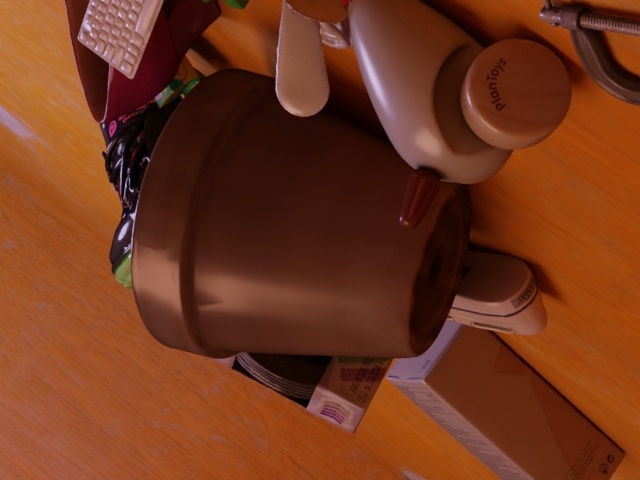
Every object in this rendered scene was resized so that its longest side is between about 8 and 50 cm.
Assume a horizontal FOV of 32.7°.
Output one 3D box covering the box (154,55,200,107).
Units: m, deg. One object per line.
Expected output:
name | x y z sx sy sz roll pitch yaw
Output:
box | -0.208 -0.235 1.330 0.179 0.043 0.105 55 163 -6

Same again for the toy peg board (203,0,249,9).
toy peg board | -0.089 -0.261 0.845 0.161 0.160 0.079 25 171 44

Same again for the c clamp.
c clamp | 0.216 -0.130 0.740 0.160 0.022 0.137 27 160 42

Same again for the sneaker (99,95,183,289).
sneaker | -0.222 -0.083 1.430 0.202 0.185 0.483 56 -178 -18

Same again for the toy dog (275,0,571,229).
toy dog | 0.033 -0.136 0.892 0.333 0.161 0.220 33 164 23

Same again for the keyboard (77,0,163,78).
keyboard | -0.164 -0.264 1.012 0.072 0.014 0.256 40 131 10

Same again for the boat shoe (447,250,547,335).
boat shoe | 0.156 0.053 1.299 0.267 0.096 0.088 10 144 47

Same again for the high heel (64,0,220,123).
high heel | -0.241 -0.285 1.072 0.127 0.181 0.377 25 160 44

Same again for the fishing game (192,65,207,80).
fishing game | -0.101 -0.145 1.433 0.189 0.041 0.264 38 169 28

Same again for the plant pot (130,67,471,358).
plant pot | 0.000 0.000 1.175 0.280 0.323 0.323 16 157 21

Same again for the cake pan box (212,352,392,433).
cake pan box | -0.012 0.092 1.405 0.246 0.267 0.070 27 137 7

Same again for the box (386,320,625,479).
box | 0.259 0.248 1.550 0.311 0.121 0.148 42 165 -11
